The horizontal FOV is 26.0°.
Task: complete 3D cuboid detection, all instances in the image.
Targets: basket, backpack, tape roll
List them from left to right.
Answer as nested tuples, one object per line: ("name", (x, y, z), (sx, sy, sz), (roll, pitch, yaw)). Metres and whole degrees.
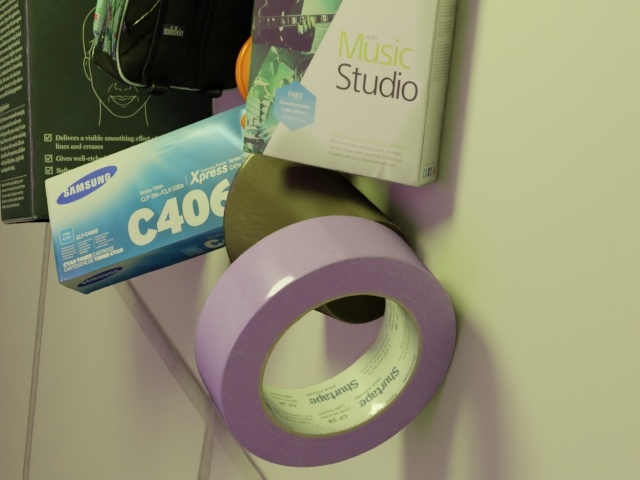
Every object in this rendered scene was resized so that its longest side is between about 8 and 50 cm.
("backpack", (-0.203, -0.352, 1.972), (0.191, 0.225, 0.254), (41, 123, 50))
("basket", (0.000, 0.000, 1.662), (0.227, 0.154, 0.204), (32, 121, 56))
("tape roll", (0.006, 0.112, 1.501), (0.090, 0.274, 0.275), (52, 136, 51))

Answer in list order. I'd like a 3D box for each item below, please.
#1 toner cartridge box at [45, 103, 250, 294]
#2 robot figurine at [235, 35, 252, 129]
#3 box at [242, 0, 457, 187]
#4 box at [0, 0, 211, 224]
("toner cartridge box", (-0.213, -0.056, 1.933), (0.347, 0.075, 0.165), (-19, 68, 19))
("robot figurine", (-0.029, -0.208, 1.725), (0.219, 0.128, 0.158), (14, 104, 63))
("box", (0.034, -0.237, 1.543), (0.232, 0.058, 0.322), (13, 105, 27))
("box", (-0.343, -0.226, 2.181), (0.212, 0.293, 0.396), (-2, 89, 64))
